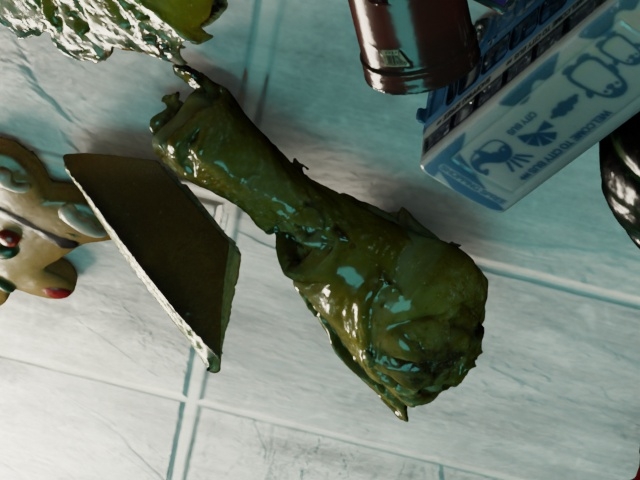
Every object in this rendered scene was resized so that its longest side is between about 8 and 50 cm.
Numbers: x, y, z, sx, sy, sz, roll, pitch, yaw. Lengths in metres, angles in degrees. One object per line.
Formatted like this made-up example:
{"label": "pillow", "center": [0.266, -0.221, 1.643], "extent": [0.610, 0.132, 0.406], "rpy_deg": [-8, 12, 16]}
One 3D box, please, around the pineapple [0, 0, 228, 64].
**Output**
{"label": "pineapple", "center": [-0.189, -0.223, 1.381], "extent": [0.236, 0.114, 0.186], "rpy_deg": [8, 144, 13]}

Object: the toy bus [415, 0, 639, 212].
{"label": "toy bus", "center": [0.196, -0.144, 1.345], "extent": [0.106, 0.131, 0.297], "rpy_deg": [28, 140, -19]}

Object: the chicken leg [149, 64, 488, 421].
{"label": "chicken leg", "center": [0.000, 0.000, 1.599], "extent": [0.429, 0.152, 0.201], "rpy_deg": [41, 153, -22]}

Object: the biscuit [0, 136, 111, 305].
{"label": "biscuit", "center": [-0.334, 0.005, 1.790], "extent": [0.197, 0.049, 0.301], "rpy_deg": [32, 141, -21]}

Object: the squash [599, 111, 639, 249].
{"label": "squash", "center": [0.329, -0.064, 1.370], "extent": [0.218, 0.172, 0.218], "rpy_deg": [-2, 150, -1]}

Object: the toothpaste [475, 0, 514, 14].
{"label": "toothpaste", "center": [0.164, -0.248, 1.294], "extent": [0.047, 0.040, 0.196], "rpy_deg": [20, 143, -14]}

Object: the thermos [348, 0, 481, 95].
{"label": "thermos", "center": [0.052, -0.227, 1.283], "extent": [0.099, 0.124, 0.232], "rpy_deg": [4, 130, 27]}

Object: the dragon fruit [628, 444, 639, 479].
{"label": "dragon fruit", "center": [0.457, 0.287, 1.695], "extent": [0.228, 0.329, 0.286], "rpy_deg": [13, 144, -10]}

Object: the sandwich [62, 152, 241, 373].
{"label": "sandwich", "center": [-0.143, -0.001, 1.623], "extent": [0.258, 0.096, 0.094], "rpy_deg": [50, 176, 15]}
